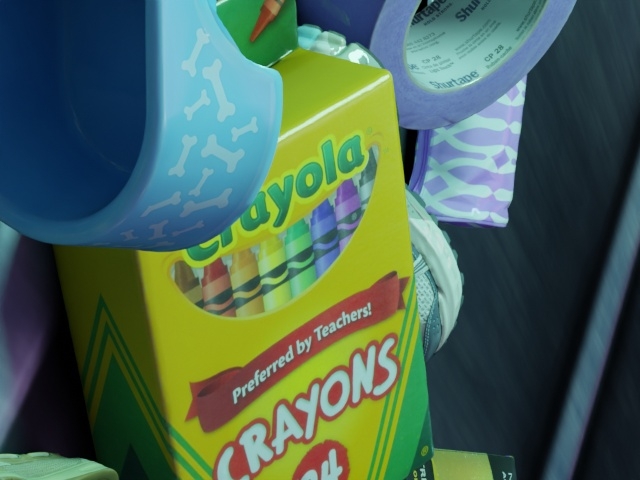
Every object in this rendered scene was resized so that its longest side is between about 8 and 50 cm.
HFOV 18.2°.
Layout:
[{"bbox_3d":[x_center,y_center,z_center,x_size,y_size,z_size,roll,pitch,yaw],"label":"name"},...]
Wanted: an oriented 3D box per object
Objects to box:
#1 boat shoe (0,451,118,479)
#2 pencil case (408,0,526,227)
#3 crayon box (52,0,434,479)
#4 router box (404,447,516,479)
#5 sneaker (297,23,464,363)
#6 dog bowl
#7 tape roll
[{"bbox_3d":[-0.161,0.130,0.991,0.153,0.048,0.056,-7,114,-60],"label":"boat shoe"},{"bbox_3d":[0.111,-0.109,1.512,0.088,0.086,0.206,4,90,-33],"label":"pencil case"},{"bbox_3d":[-0.042,0.031,1.113,0.202,0.081,0.318,-32,127,-36],"label":"crayon box"},{"bbox_3d":[0.084,0.304,1.410,0.243,0.081,0.309,17,65,-66],"label":"router box"},{"bbox_3d":[0.000,0.000,1.283,0.122,0.110,0.283,-54,138,-29],"label":"sneaker"},{"bbox_3d":[-0.104,-0.134,0.909,0.074,0.166,0.297,-18,112,-53],"label":"dog bowl"},{"bbox_3d":[0.081,-0.171,1.308,0.189,0.080,0.189,-29,144,-24],"label":"tape roll"}]
